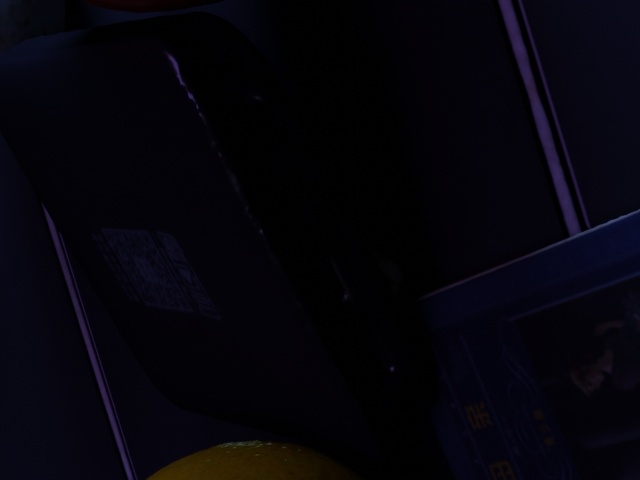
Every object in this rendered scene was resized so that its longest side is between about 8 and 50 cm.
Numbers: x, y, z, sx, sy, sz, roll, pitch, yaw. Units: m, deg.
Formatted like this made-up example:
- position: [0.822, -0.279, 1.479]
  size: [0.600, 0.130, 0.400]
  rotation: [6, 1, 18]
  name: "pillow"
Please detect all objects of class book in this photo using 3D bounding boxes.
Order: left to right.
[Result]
- position: [0.165, 0.088, 0.749]
  size: [0.269, 0.025, 0.191]
  rotation: [-25, 86, 46]
  name: "book"

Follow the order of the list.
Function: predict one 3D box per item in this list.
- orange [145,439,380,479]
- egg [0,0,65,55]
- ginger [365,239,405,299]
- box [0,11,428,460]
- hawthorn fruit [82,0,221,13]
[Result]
- position: [-0.029, 0.204, 0.852]
  size: [0.179, 0.237, 0.158]
  rotation: [14, 88, 51]
  name: "orange"
- position: [-0.271, -0.187, 0.998]
  size: [0.169, 0.169, 0.231]
  rotation: [-8, 83, 46]
  name: "egg"
- position: [-0.001, 0.004, 0.878]
  size: [0.137, 0.044, 0.057]
  rotation: [37, 109, 29]
  name: "ginger"
- position: [-0.081, -0.001, 0.867]
  size: [0.289, 0.073, 0.290]
  rotation: [3, 126, 54]
  name: "box"
- position: [-0.104, -0.229, 0.758]
  size: [0.263, 0.235, 0.231]
  rotation: [-46, 42, 28]
  name: "hawthorn fruit"
